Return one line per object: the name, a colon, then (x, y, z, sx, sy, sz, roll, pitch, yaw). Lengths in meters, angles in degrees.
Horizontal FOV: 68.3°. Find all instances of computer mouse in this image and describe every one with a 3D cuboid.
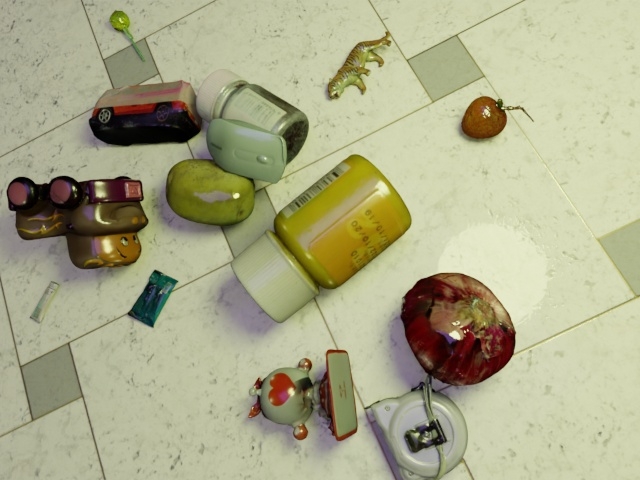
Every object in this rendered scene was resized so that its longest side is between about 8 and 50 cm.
computer mouse: (-0.185, -0.217, 1.137, 0.231, 0.079, 0.127, 22, 124, 22)

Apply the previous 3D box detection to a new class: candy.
candy: (-0.594, -0.632, 1.466, 0.058, 0.062, 0.193, -23, 77, -43)

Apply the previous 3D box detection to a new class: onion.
onion: (0.278, 0.195, 1.000, 0.252, 0.219, 0.252, 17, 44, -17)

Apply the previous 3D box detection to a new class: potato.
potato: (-0.281, -0.123, 1.210, 0.229, 0.148, 0.197, -1, 59, -4)

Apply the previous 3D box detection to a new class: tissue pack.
tissue pack: (-0.440, 0.149, 1.235, 0.085, 0.028, 0.138, 25, 84, 15)

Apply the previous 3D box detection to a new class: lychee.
lychee: (0.415, -0.302, 1.152, 0.140, 0.101, 0.114, -32, 103, 15)

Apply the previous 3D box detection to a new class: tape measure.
tape measure: (0.217, 0.400, 1.001, 0.178, 0.105, 0.196, -31, 71, 1)

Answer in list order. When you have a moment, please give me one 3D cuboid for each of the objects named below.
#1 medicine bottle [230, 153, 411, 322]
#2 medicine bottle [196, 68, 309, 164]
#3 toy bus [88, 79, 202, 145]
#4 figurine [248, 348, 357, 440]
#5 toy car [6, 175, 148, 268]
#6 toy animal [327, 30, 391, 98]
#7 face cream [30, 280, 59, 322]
medicine bottle: (0.000, 0.000, 1.086, 0.384, 0.224, 0.224, -39, 72, -2)
medicine bottle: (-0.178, -0.322, 1.239, 0.273, 0.165, 0.165, 35, 84, 19)
toy bus: (-0.486, -0.354, 1.327, 0.303, 0.127, 0.147, 0, 70, 12)
figurine: (-0.054, 0.351, 1.055, 0.226, 0.160, 0.183, -12, 73, 17)
toy car: (-0.615, -0.047, 1.223, 0.341, 0.271, 0.240, -2, 95, 13)
toy animal: (0.107, -0.479, 1.282, 0.099, 0.057, 0.241, 29, 83, 17)
face cream: (-0.755, 0.167, 1.292, 0.038, 0.020, 0.115, 23, 82, 15)
